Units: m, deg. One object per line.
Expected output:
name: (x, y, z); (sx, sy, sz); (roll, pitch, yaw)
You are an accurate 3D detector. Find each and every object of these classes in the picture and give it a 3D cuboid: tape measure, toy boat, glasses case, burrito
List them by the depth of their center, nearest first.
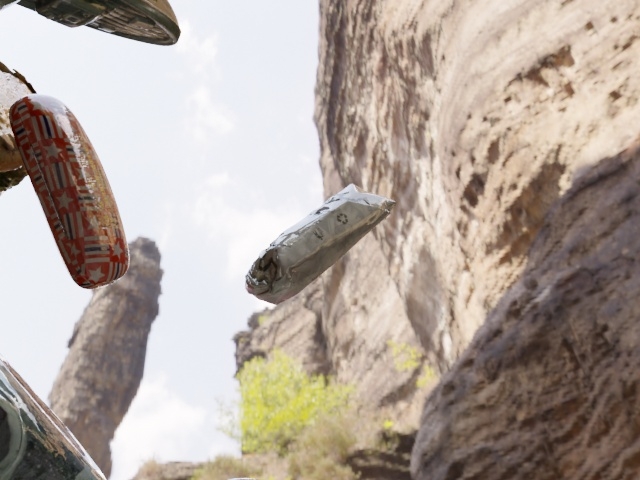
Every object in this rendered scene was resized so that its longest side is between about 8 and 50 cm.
toy boat: (-0.220, -0.206, 0.700); (0.078, 0.085, 0.260); (-7, -12, 40)
glasses case: (-0.232, -0.050, 0.813); (0.049, 0.073, 0.195); (-25, -94, 27)
tape measure: (-0.339, 0.213, 0.858); (0.147, 0.256, 0.275); (-39, -57, -18)
burrito: (0.000, -0.001, 0.882); (0.064, 0.203, 0.064); (28, -42, 29)

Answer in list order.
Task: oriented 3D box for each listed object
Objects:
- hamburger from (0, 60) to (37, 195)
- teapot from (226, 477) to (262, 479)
hamburger: (-0.408, -0.140, 0.882); (0.146, 0.286, 0.243); (-41, -102, 18)
teapot: (-0.190, 0.451, 1.019); (0.361, 0.306, 0.376); (-23, -45, 32)
